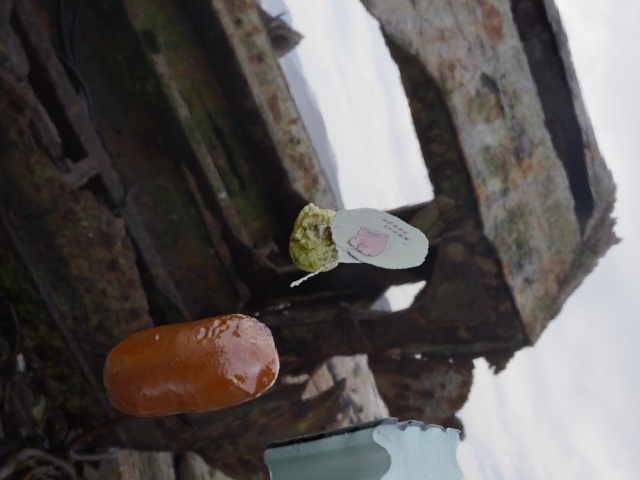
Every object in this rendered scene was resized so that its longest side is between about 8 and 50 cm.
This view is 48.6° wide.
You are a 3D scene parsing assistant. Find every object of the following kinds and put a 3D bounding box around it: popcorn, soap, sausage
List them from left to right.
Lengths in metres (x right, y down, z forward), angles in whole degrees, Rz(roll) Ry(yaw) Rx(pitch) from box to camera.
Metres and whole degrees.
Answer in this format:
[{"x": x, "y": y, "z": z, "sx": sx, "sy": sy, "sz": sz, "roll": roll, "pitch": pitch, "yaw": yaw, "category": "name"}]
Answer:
[{"x": -0.182, "y": 0.176, "z": 0.983, "sx": 0.133, "sy": 0.258, "sz": 0.133, "roll": -9, "pitch": 90, "yaw": -80, "category": "sausage"}, {"x": 0.000, "y": 0.000, "z": 1.252, "sx": 0.121, "sy": 0.106, "sz": 0.116, "roll": -57, "pitch": 163, "yaw": -55, "category": "popcorn"}, {"x": 0.050, "y": 0.314, "z": 0.970, "sx": 0.150, "sy": 0.261, "sz": 0.094, "roll": 20, "pitch": 58, "yaw": -36, "category": "soap"}]

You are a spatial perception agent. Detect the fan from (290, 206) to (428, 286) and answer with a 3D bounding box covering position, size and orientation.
[{"x": 0.055, "y": 0.015, "z": 1.149, "sx": 0.182, "sy": 0.310, "sz": 0.010, "roll": 32, "pitch": -53, "yaw": 26, "category": "fan"}]
